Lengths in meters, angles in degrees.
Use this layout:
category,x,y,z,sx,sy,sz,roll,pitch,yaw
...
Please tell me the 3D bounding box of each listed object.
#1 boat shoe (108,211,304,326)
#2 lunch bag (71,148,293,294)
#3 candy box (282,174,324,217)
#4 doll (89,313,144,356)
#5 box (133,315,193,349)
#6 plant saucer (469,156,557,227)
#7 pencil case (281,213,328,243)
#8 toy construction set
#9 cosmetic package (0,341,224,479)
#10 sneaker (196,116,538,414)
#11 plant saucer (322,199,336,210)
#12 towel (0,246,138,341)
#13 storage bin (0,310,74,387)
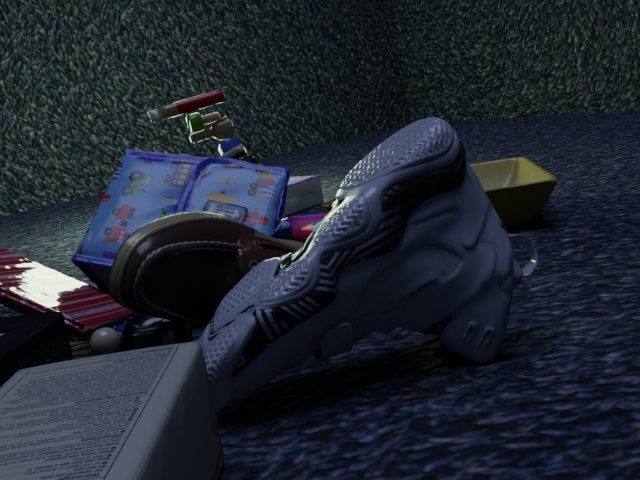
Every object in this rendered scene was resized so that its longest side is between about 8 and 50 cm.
category,x,y,z,sx,sy,sz,roll,pitch,yaw
boat shoe,-0.068,0.052,0.934,0.123,0.123,0.342,24,7,40
lunch bag,-0.180,-0.011,1.260,0.293,0.138,0.221,3,53,18
candy box,-0.120,-0.100,1.970,0.196,0.070,0.165,0,15,40
doll,-0.221,0.107,1.090,0.129,0.046,0.189,-14,9,37
box,-0.174,0.118,0.947,0.052,0.062,0.083,-9,11,0
plant saucer,0.225,-0.068,1.488,0.333,0.081,0.333,-8,11,6
pencil case,0.000,0.000,1.280,0.236,0.104,0.104,-8,11,23
toy construction set,-0.241,-0.087,1.494,0.237,0.308,0.257,-19,6,-20
cosmetic package,-0.164,0.173,0.543,0.160,0.113,0.309,-9,12,3
sneaker,0.050,0.072,0.827,0.366,0.210,0.137,-46,16,-4
plant saucer,0.046,-0.079,1.862,0.083,0.015,0.083,-10,11,2
towel,-0.394,0.062,1.128,0.275,0.031,0.199,22,6,8
storage bin,-0.361,0.147,0.918,0.122,0.084,0.180,-8,12,12
